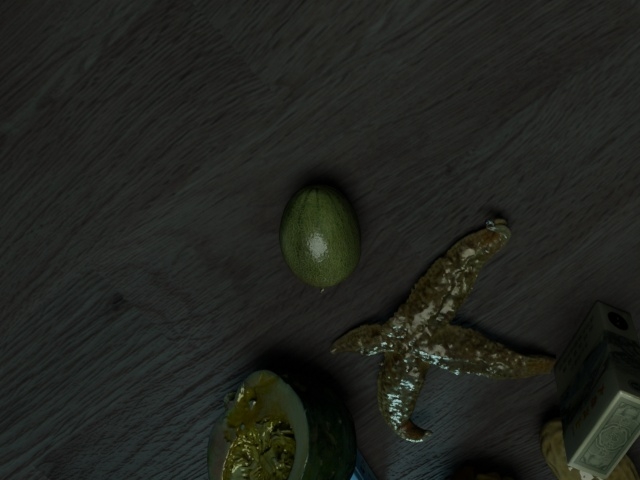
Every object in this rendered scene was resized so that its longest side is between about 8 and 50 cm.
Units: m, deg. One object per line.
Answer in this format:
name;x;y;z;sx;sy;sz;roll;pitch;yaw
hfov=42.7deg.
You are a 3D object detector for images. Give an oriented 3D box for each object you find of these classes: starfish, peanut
starfish;0.233;0.184;1.452;0.432;0.082;0.324;-37;103;22
peanut;0.510;0.452;1.512;0.325;0.140;0.153;57;153;-12

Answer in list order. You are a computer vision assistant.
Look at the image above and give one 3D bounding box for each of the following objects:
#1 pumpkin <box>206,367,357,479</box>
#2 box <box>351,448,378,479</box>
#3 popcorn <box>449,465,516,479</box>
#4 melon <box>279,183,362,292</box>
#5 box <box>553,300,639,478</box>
pumpkin;-0.057;0.389;1.525;0.197;0.263;0.293;14;122;-47
box;-0.004;0.515;1.660;0.232;0.083;0.142;-22;112;21
popcorn;0.299;0.601;1.545;0.225;0.332;0.265;0;151;-20
melon;0.000;0.000;1.357;0.139;0.139;0.192;-1;113;10
box;0.457;0.237;1.336;0.069;0.256;0.164;22;119;-1
